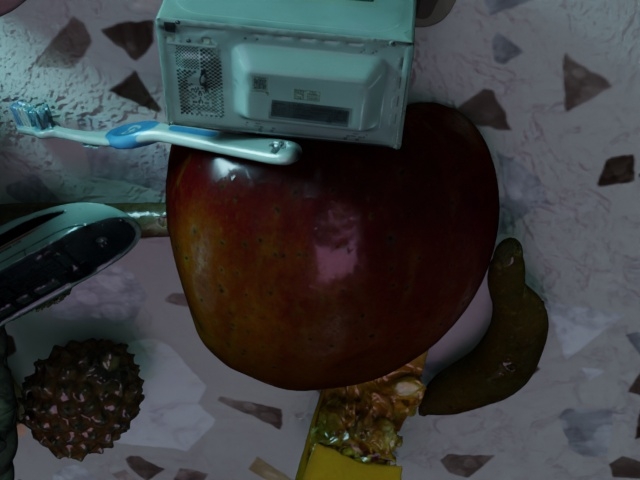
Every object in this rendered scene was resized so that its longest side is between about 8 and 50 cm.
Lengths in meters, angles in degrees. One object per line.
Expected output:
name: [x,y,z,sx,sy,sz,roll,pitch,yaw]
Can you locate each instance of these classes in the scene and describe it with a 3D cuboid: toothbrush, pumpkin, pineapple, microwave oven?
toothbrush: [-0.176,-0.100,0.844,0.386,0.040,0.040,13,137,33]
pumpkin: [0.045,0.272,1.108,0.139,0.190,0.281,12,131,2]
pineapple: [-0.312,0.199,1.140,0.166,0.166,0.193,30,127,-14]
microwave oven: [-0.024,-0.173,0.755,0.208,0.162,0.122,6,139,3]

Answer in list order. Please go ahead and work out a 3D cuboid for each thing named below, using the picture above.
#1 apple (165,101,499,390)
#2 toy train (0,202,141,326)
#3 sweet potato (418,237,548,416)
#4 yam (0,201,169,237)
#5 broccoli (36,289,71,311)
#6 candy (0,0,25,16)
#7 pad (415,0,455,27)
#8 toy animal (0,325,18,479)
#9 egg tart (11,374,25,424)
apple: [0.000,0.000,0.932,0.329,0.295,0.365,42,136,25]
toy train: [-0.390,0.051,0.968,0.407,0.088,0.086,-27,143,2]
sweet potato: [0.208,0.124,1.013,0.108,0.079,0.346,1,137,-12]
yam: [-0.297,-0.023,1.016,0.263,0.046,0.046,-1,130,10]
broccoli: [-0.345,0.046,1.054,0.097,0.092,0.095,2,111,26]
candy: [-0.334,-0.306,0.744,0.255,0.094,0.255,6,131,7]
pad: [0.074,-0.313,0.719,0.176,0.002,0.266,20,131,-6]
toy animal: [-0.430,0.205,1.072,0.106,0.168,0.343,4,98,-19]
egg tart: [-0.598,0.268,1.206,0.345,0.132,0.345,-8,140,-7]
